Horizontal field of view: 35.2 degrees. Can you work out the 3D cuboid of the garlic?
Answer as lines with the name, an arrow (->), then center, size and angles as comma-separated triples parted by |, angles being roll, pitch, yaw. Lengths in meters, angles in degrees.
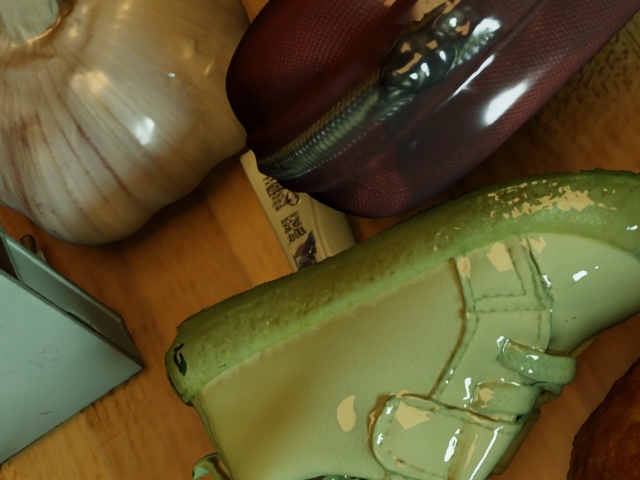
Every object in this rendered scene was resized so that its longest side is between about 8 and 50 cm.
garlic -> -0.139, -0.114, 0.540 | 0.199, 0.226, 0.199 | -5, 68, 12

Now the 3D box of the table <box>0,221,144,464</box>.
table -> -0.215, 0.019, 0.517 | 0.121, 0.240, 0.111 | -34, 57, 3

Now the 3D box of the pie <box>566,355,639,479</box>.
pie -> 0.215, 0.123, 0.361 | 0.315, 0.092, 0.315 | -39, 34, 34

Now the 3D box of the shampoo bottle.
shampoo bottle -> 0.000, 0.000, 0.569 | 0.049, 0.034, 0.141 | -25, 71, 3

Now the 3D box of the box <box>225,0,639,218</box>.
box -> 0.117, -0.173, 0.473 | 0.404, 0.263, 0.108 | -45, 99, -5

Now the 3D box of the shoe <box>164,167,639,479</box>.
shoe -> 0.055, 0.052, 0.470 | 0.262, 0.140, 0.128 | -18, 87, 17
